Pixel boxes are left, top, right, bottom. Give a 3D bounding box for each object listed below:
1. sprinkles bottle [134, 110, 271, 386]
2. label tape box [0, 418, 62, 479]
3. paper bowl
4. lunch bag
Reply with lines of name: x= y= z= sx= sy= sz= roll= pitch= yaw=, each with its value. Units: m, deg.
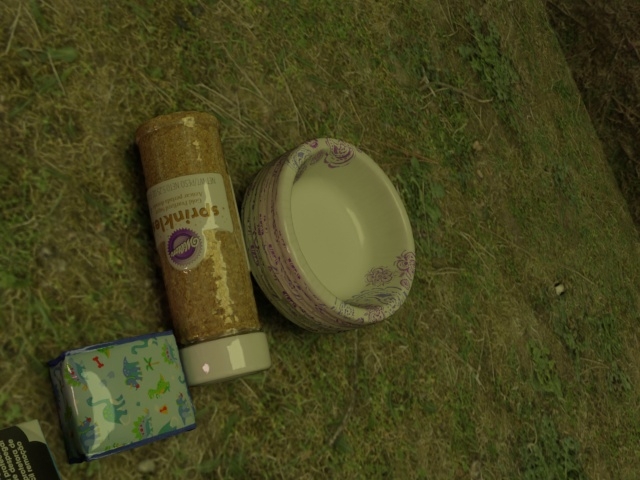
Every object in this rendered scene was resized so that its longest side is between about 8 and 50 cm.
sprinkles bottle: x=-0.160 y=0.011 z=0.998 sx=0.121 sy=0.121 sz=0.355 roll=-3 pitch=76 yaw=-43
label tape box: x=-0.368 y=0.325 z=0.624 sx=0.348 sy=0.115 sz=0.249 roll=-6 pitch=63 yaw=-53
paper bowl: x=0.000 y=0.000 z=1.121 sx=0.284 sy=0.148 sz=0.284 roll=20 pitch=61 yaw=-40
lunch bag: x=-0.230 y=0.182 z=0.884 sx=0.151 sy=0.096 sz=0.128 roll=-10 pitch=81 yaw=-34
